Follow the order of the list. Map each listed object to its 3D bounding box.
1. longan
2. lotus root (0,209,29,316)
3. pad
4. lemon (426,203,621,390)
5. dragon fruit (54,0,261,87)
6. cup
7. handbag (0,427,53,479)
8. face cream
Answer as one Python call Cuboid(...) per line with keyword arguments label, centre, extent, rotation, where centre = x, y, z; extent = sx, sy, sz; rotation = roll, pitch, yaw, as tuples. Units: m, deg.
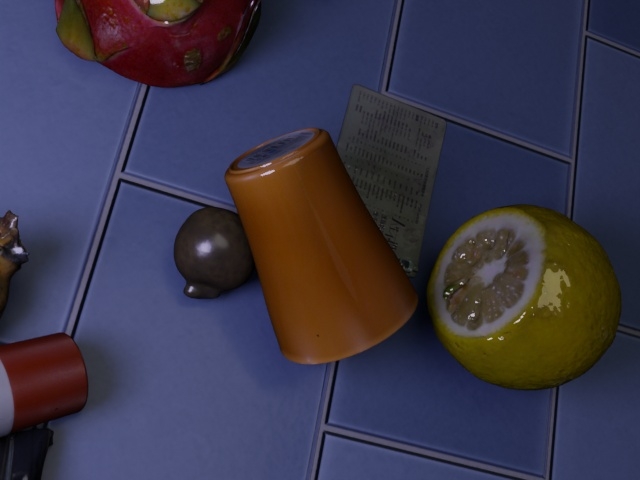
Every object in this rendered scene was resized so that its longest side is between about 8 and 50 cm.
Cuboid(label="longan", centre=(-0.131, 0.019, 1.024), extent=(0.106, 0.106, 0.119), rotation=(21, 89, -12))
Cuboid(label="lotus root", centre=(-0.434, 0.056, 0.880), extent=(0.256, 0.140, 0.154), rotation=(-22, 52, -16))
Cuboid(label="pad", centre=(0.092, -0.091, 1.185), extent=(0.159, 0.009, 0.265), rotation=(19, 67, -12))
Cuboid(label="lemon", centre=(0.277, 0.083, 1.078), extent=(0.219, 0.240, 0.241), rotation=(29, 63, -35))
Cuboid(label="dragon fruit", centre=(-0.200, -0.368, 1.053), extent=(0.305, 0.226, 0.306), rotation=(7, 68, -19))
Cuboid(label="cup", centre=(0.000, 0.000, 1.003), extent=(0.226, 0.182, 0.264), rotation=(-68, 138, -64))
Cuboid(label="handbag", centre=(-0.386, 0.313, 0.836), extent=(0.211, 0.089, 0.254), rotation=(1, 60, -14))
Cuboid(label="face cream", centre=(-0.361, 0.164, 0.861), extent=(0.214, 0.096, 0.096), rotation=(-11, 76, -41))
